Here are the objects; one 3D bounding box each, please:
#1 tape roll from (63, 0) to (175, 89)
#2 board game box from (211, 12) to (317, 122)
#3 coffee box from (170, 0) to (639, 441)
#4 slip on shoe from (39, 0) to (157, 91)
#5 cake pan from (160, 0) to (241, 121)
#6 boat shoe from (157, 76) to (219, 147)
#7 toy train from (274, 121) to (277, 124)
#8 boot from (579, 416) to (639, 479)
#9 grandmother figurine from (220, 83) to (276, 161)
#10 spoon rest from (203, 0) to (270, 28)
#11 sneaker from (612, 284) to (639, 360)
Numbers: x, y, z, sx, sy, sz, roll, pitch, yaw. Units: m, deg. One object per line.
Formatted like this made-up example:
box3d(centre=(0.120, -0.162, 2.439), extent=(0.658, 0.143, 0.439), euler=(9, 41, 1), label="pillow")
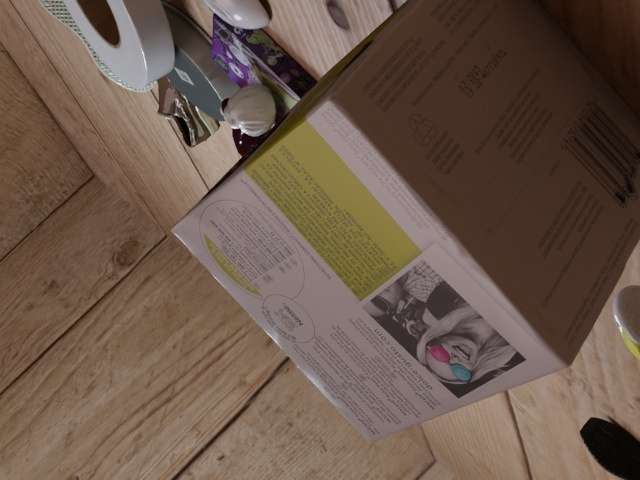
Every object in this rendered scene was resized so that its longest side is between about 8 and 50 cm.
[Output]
box3d(centre=(-0.411, -0.473, 2.237), extent=(0.392, 0.072, 0.392), euler=(49, 160, 24), label="tape roll")
box3d(centre=(-0.053, -0.246, 2.041), extent=(0.347, 0.056, 0.208), euler=(44, 171, 5), label="board game box")
box3d(centre=(0.112, -0.045, 1.281), extent=(0.338, 0.337, 0.334), euler=(47, 141, -8), label="coffee box")
box3d(centre=(-0.479, -0.463, 2.591), extent=(0.331, 0.123, 0.101), euler=(44, -160, -15), label="slip on shoe")
box3d(centre=(-0.255, -0.346, 2.335), extent=(0.293, 0.054, 0.293), euler=(42, 167, 12), label="cake pan")
box3d(centre=(-0.311, -0.300, 2.550), extent=(0.095, 0.095, 0.257), euler=(31, 160, 47), label="boat shoe")
box3d(centre=(-0.108, -0.238, 2.295), extent=(0.023, 0.017, 0.083), euler=(43, 171, -35), label="toy train")
box3d(centre=(0.547, 0.406, 2.121), extent=(0.198, 0.077, 0.137), euler=(42, 172, 18), label="boot")
box3d(centre=(-0.119, -0.177, 2.135), extent=(0.208, 0.104, 0.342), euler=(47, 163, 15), label="grandmother figurine")
box3d(centre=(-0.167, -0.422, 1.833), extent=(0.137, 0.084, 0.276), euler=(36, 177, 39), label="spoon rest")
box3d(centre=(0.464, 0.158, 1.577), extent=(0.240, 0.091, 0.126), euler=(45, 167, -4), label="sneaker")
